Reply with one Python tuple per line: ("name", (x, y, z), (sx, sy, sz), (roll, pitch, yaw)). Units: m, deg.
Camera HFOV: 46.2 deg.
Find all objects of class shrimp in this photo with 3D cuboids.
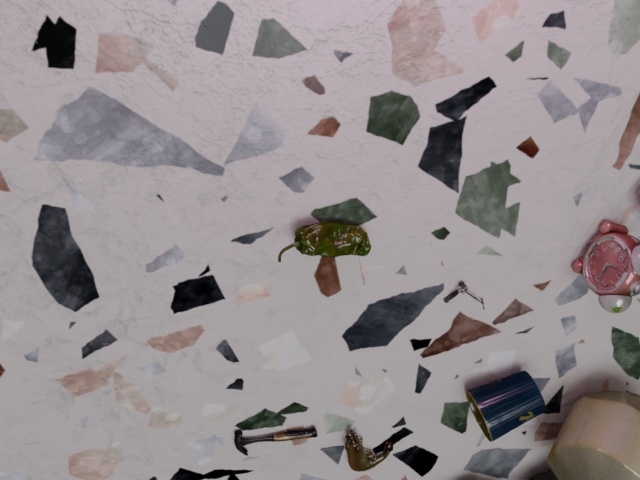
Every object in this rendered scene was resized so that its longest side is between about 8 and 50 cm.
("shrimp", (0.123, 0.521, 1.882), (0.124, 0.034, 0.178), (-16, 127, -6))

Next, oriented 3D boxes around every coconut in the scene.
("coconut", (0.727, 0.541, 1.859), (0.323, 0.323, 0.323), (-6, 124, -9))

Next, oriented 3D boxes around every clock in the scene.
("clock", (0.645, 0.060, 1.616), (0.092, 0.162, 0.166), (14, 119, -24))

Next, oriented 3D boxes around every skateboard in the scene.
("skateboard", (0.325, 0.134, 1.673), (0.083, 0.032, 0.064), (30, 122, -26))

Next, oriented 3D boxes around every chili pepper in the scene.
("chili pepper", (0.001, -0.002, 1.479), (0.204, 0.073, 0.072), (1, 106, -27))

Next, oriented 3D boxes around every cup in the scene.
("cup", (0.455, 0.404, 1.837), (0.155, 0.131, 0.176), (-24, 155, -1))

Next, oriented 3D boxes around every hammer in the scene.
("hammer", (-0.107, 0.478, 1.805), (0.201, 0.021, 0.078), (-4, 124, -9))

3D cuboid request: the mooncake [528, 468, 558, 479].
("mooncake", (0.681, 0.747, 2.062), (0.275, 0.135, 0.275), (0, 100, 0))
